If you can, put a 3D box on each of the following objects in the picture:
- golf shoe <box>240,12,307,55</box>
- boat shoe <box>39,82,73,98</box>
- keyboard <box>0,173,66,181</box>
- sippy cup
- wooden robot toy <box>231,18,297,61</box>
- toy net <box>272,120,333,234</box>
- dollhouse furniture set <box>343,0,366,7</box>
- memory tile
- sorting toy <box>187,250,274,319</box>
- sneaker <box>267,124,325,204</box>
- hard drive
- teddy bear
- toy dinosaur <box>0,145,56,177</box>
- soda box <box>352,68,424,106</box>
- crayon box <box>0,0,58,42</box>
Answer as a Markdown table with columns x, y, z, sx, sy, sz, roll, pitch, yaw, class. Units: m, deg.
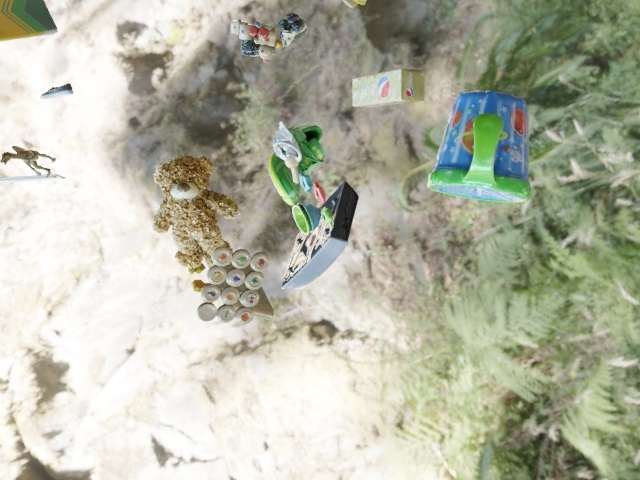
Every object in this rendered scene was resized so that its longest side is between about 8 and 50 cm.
| x | y | z | sx | sy | sz | roll | pitch | yaw | class |
| --- | --- | --- | --- | --- | --- | --- | --- | --- | --- |
| -0.124 | -0.553 | 1.899 | 0.094 | 0.198 | 0.077 | 1 | -105 | -67 | golf shoe |
| -0.905 | -0.511 | 2.360 | 0.049 | 0.142 | 0.040 | -17 | -78 | -66 | boat shoe |
| -0.817 | -0.163 | 1.836 | 0.072 | 0.256 | 0.014 | -57 | -36 | -87 | keyboard |
| 0.373 | -0.215 | 1.565 | 0.305 | 0.240 | 0.224 | -175 | 95 | -66 | sippy cup |
| -0.127 | -0.425 | 1.484 | 0.076 | 0.173 | 0.079 | -33 | -45 | -55 | wooden robot toy |
| -0.046 | -0.125 | 1.371 | 0.232 | 0.045 | 0.122 | 68 | 164 | -7 | toy net |
| 0.010 | -0.684 | 1.679 | 0.301 | 0.151 | 0.197 | 38 | 155 | -14 | dollhouse furniture set |
| -0.160 | 0.084 | 1.257 | 0.113 | 0.148 | 0.012 | 11 | -165 | -25 | memory tile |
| -0.286 | 0.124 | 2.070 | 0.307 | 0.041 | 0.229 | 21 | -146 | -47 | sorting toy |
| -0.057 | -0.215 | 1.793 | 0.109 | 0.123 | 0.295 | 56 | -150 | -37 | sneaker |
| 0.000 | 0.000 | 1.500 | 0.054 | 0.254 | 0.172 | 26 | -126 | -14 | hard drive |
| -0.342 | -0.059 | 1.852 | 0.113 | 0.245 | 0.338 | -60 | -15 | -54 | teddy bear |
| -0.636 | -0.185 | 1.523 | 0.093 | 0.053 | 0.183 | 31 | -171 | -4 | toy dinosaur |
| 0.135 | -0.308 | 1.397 | 0.181 | 0.058 | 0.061 | 12 | 104 | 60 | soda box |
| -0.554 | -0.313 | 1.048 | 0.318 | 0.202 | 0.081 | -100 | -10 | -70 | crayon box |
